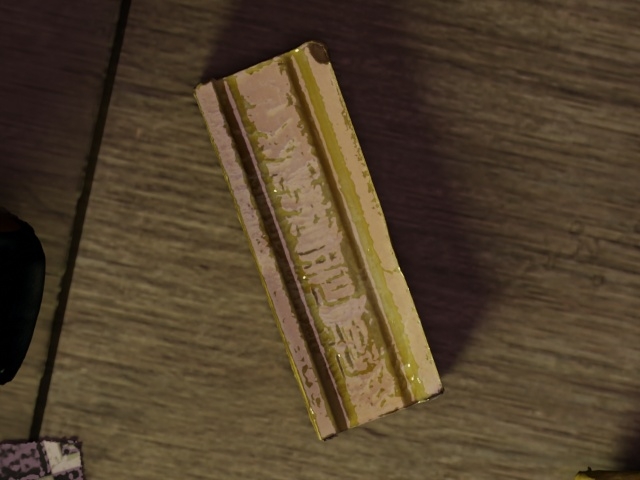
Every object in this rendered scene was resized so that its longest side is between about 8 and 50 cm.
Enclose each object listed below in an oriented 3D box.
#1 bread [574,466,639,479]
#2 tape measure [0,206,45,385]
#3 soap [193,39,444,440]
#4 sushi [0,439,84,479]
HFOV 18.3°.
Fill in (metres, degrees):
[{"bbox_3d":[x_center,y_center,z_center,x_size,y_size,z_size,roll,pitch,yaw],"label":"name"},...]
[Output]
[{"bbox_3d":[0.286,0.191,1.324,0.245,0.102,0.094,-2,92,-6],"label":"bread"},{"bbox_3d":[-0.275,0.025,1.192,0.223,0.202,0.135,11,96,-24],"label":"tape measure"},{"bbox_3d":[0.000,0.000,1.300,0.092,0.037,0.252,-20,99,-3],"label":"soap"},{"bbox_3d":[-0.253,0.232,1.310,0.210,0.040,0.193,-7,99,-4],"label":"sushi"}]
